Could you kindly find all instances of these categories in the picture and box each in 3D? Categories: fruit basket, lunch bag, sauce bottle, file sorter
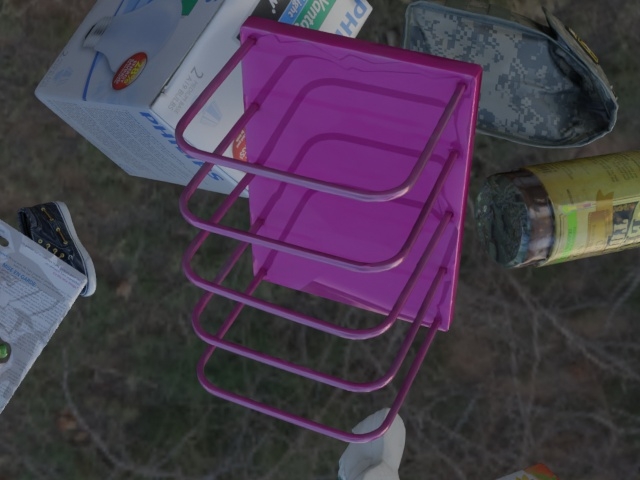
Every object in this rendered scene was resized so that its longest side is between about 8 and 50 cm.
[{"bbox_3d":[-0.594,0.117,1.748,0.327,0.353,0.165,35,161,-18],"label":"fruit basket"},{"bbox_3d":[0.243,-0.219,1.438,0.287,0.235,0.168,14,108,5],"label":"lunch bag"},{"bbox_3d":[0.342,-0.046,1.236,0.344,0.111,0.111,-11,144,-20],"label":"sauce bottle"},{"bbox_3d":[0.000,0.000,0.939,0.202,0.182,0.290,15,135,16],"label":"file sorter"}]

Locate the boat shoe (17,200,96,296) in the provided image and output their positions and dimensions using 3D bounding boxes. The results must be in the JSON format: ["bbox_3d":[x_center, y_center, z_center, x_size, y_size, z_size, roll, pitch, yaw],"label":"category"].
[{"bbox_3d":[-0.455,0.020,1.922,0.083,0.183,0.065,-13,160,-44],"label":"boat shoe"}]

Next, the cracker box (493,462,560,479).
[{"bbox_3d":[0.200,0.340,1.206,0.232,0.156,0.067,-10,128,-34],"label":"cracker box"}]

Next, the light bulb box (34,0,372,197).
[{"bbox_3d":[-0.180,-0.282,1.683,0.361,0.358,0.225,13,157,50],"label":"light bulb box"}]

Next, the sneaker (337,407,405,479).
[{"bbox_3d":[0.058,0.333,1.570,0.094,0.212,0.080,-25,117,31],"label":"sneaker"}]
